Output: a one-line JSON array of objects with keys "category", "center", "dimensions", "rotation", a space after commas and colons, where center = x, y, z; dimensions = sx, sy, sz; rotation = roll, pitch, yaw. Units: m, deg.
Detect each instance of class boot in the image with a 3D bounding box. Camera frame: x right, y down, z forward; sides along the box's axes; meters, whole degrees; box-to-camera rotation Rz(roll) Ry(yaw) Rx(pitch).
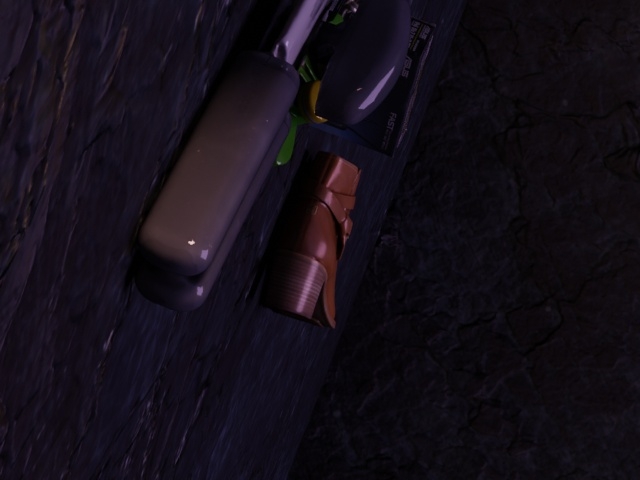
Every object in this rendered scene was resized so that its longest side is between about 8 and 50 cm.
[{"category": "boot", "center": [0.000, 0.000, 1.782], "dimensions": [0.197, 0.073, 0.152], "rotation": [80, 28, -85]}]

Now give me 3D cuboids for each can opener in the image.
[{"category": "can opener", "center": [-0.019, -0.071, 1.177], "dimensions": [0.076, 0.095, 0.283], "rotation": [102, 10, -53]}]

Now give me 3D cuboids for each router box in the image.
[{"category": "router box", "center": [0.030, -0.129, 1.461], "dimensions": [0.122, 0.092, 0.038], "rotation": [104, 9, -51]}]

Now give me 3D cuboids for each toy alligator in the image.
[{"category": "toy alligator", "center": [-0.011, -0.129, 1.303], "dimensions": [0.051, 0.056, 0.190], "rotation": [54, 44, -33]}]
